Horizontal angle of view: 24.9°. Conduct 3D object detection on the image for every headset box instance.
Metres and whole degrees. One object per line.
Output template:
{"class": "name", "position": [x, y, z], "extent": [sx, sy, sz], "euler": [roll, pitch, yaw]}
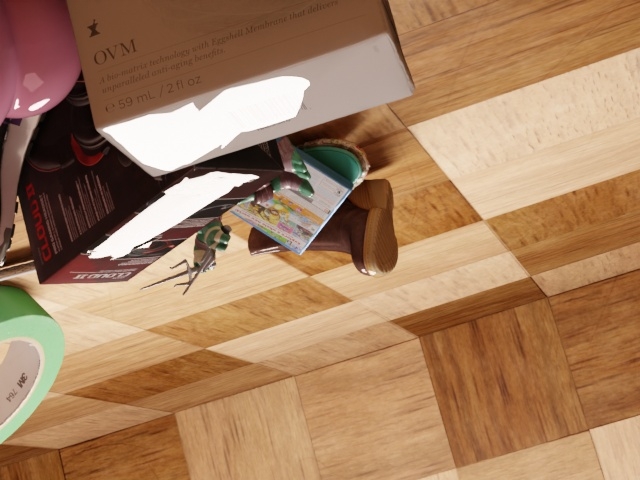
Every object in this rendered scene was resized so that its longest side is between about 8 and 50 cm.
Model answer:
{"class": "headset box", "position": [-0.187, -0.100, 1.359], "extent": [0.110, 0.218, 0.293], "euler": [-1, 158, -43]}

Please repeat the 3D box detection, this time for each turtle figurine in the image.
{"class": "turtle figurine", "position": [-0.123, -0.028, 1.653], "extent": [0.234, 0.118, 0.175], "euler": [-31, -177, -4]}

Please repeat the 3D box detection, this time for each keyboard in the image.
{"class": "keyboard", "position": [-0.413, 0.039, 2.051], "extent": [0.256, 0.014, 0.072], "euler": [-15, -174, -2]}

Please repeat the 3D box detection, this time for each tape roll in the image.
{"class": "tape roll", "position": [-0.535, 0.216, 2.194], "extent": [0.321, 0.077, 0.321], "euler": [-40, 155, -23]}

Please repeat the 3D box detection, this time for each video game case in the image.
{"class": "video game case", "position": [-0.042, -0.057, 1.903], "extent": [0.119, 0.015, 0.166], "euler": [32, 139, -6]}

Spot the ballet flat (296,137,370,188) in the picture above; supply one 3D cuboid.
{"class": "ballet flat", "position": [-0.015, -0.088, 1.933], "extent": [0.241, 0.091, 0.077], "euler": [-23, -165, 43]}

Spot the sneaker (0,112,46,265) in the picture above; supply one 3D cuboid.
{"class": "sneaker", "position": [-0.347, -0.080, 1.353], "extent": [0.124, 0.107, 0.283], "euler": [2, 117, -37]}

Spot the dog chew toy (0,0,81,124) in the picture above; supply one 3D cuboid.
{"class": "dog chew toy", "position": [-0.332, -0.143, 1.130], "extent": [0.331, 0.207, 0.206], "euler": [-15, 168, -35]}

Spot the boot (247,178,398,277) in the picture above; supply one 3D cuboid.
{"class": "boot", "position": [0.000, 0.000, 2.031], "extent": [0.206, 0.090, 0.248], "euler": [-15, -154, 11]}

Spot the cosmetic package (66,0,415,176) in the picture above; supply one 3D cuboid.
{"class": "cosmetic package", "position": [-0.071, -0.199, 1.105], "extent": [0.224, 0.225, 0.138], "euler": [-18, 163, 8]}
